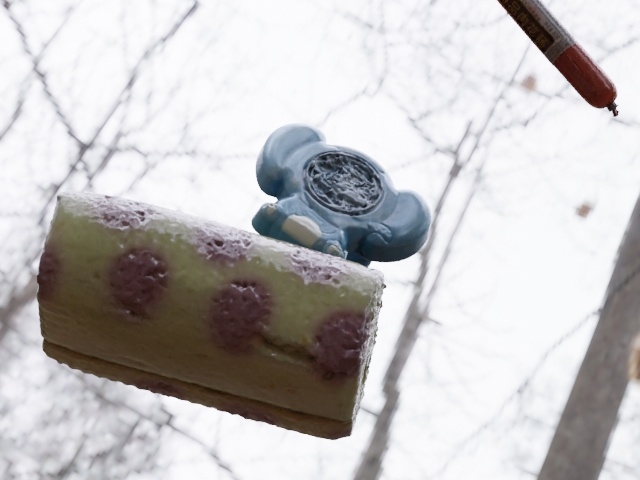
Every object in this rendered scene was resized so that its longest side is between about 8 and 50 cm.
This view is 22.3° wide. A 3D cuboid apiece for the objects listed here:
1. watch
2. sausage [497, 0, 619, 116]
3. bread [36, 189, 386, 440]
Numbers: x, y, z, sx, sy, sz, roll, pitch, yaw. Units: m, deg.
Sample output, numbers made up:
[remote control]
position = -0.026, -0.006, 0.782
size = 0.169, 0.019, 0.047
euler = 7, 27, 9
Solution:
[watch]
position = 0.000, 0.000, 1.802
size = 0.211, 0.211, 0.193
euler = 24, -40, 6
[sausage]
position = 0.183, -0.207, 1.438
size = 0.253, 0.034, 0.034
euler = 51, -36, 12
[bread]
position = -0.110, 0.070, 1.607
size = 0.338, 0.155, 0.187
euler = 14, -32, 3
